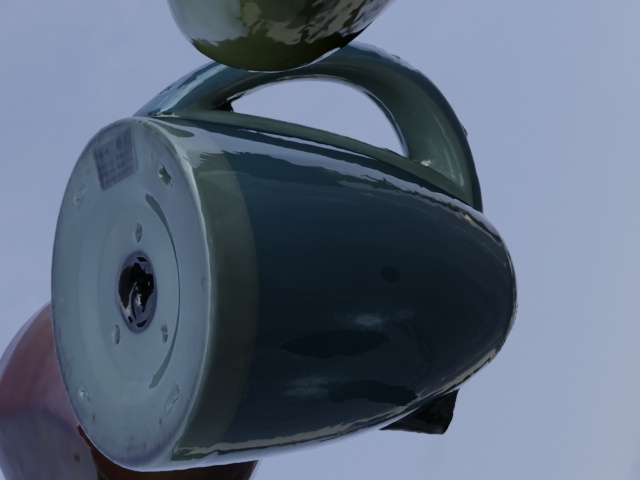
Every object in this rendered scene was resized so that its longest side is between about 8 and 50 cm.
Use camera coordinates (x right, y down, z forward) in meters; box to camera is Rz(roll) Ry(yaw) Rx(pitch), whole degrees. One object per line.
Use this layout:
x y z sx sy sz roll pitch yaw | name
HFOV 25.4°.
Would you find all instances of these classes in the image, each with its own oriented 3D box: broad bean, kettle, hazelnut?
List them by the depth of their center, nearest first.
0.027 -0.198 0.809 0.291 0.119 0.238 -38 -1 -39 | broad bean
0.000 0.000 1.079 0.342 0.247 0.319 -1 -93 -34 | kettle
-0.204 0.183 1.608 0.366 0.366 0.365 -35 -45 -45 | hazelnut
